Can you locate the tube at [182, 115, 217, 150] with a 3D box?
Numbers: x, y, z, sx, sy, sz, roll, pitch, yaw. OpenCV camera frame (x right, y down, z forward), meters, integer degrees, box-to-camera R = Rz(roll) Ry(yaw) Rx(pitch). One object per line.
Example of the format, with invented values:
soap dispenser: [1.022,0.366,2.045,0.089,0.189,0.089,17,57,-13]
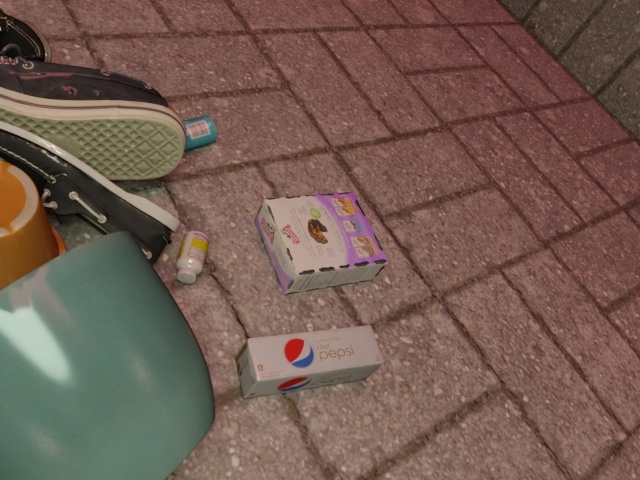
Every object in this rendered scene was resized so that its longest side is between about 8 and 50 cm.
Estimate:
tube: [-0.294,-0.183,1.030,0.207,0.052,0.080,-22,61,-30]

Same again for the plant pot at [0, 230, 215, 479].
plant pot: [-0.259,0.169,0.619,0.235,0.293,0.293,51,48,-2]

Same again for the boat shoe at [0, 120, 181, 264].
boat shoe: [-0.350,-0.062,0.810,0.302,0.114,0.091,32,78,-26]

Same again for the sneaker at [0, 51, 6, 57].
sneaker: [-0.638,-0.276,0.903,0.236,0.095,0.104,10,69,-16]

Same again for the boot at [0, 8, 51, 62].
boot: [-0.602,-0.361,0.947,0.236,0.085,0.178,36,23,12]

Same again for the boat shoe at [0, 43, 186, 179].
boat shoe: [-0.466,-0.194,0.861,0.500,0.186,0.156,0,45,-24]

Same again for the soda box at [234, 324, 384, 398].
soda box: [-0.016,0.185,0.861,0.216,0.074,0.069,-2,56,-28]

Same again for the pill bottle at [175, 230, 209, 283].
pill bottle: [-0.209,0.028,0.907,0.043,0.043,0.083,18,49,-14]

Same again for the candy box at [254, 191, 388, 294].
candy box: [0.000,0.000,1.018,0.196,0.070,0.164,-6,58,-32]

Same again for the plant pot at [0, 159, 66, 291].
plant pot: [-0.433,0.001,0.715,0.205,0.188,0.205,14,50,-17]
